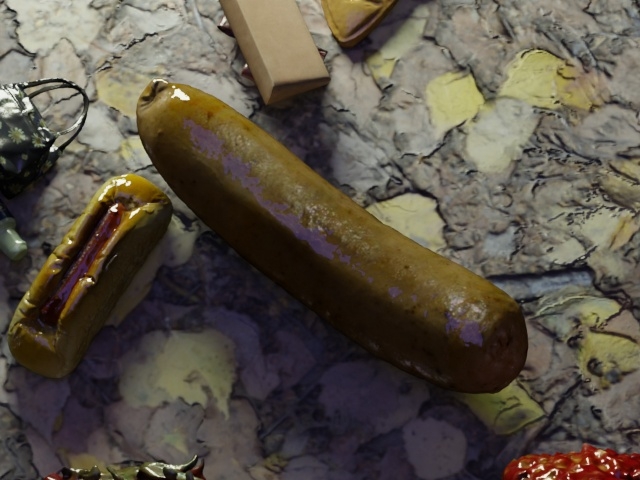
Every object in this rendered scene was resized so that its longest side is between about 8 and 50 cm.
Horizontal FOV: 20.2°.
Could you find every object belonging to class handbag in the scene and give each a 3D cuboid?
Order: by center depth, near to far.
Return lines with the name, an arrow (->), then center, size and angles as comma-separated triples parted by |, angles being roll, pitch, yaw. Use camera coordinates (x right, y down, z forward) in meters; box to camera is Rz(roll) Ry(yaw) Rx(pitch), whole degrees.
handbag -> -0.319, -0.131, 1.970 | 0.139, 0.072, 0.115 | -33, 72, -13

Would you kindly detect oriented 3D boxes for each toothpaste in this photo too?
toothpaste -> -0.390, -0.060, 1.969 | 0.062, 0.037, 0.216 | -37, 70, -8

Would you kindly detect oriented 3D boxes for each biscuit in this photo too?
biscuit -> 0.059, -0.334, 2.045 | 0.163, 0.035, 0.250 | 12, 75, 10

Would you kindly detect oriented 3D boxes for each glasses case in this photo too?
glasses case -> -0.056, -0.237, 2.005 | 0.103, 0.070, 0.193 | -12, 67, -31

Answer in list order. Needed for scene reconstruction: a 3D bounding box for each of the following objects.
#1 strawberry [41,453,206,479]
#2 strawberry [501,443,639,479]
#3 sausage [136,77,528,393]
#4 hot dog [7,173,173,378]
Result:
strawberry -> -0.169, 0.349, 1.775 | 0.253, 0.150, 0.280 | -21, 74, 17
strawberry -> 0.321, 0.348, 1.719 | 0.343, 0.292, 0.292 | 23, 73, 34
sausage -> -0.001, 0.002, 1.883 | 0.501, 0.136, 0.123 | 36, 50, 15
hot dog -> -0.248, 0.032, 1.914 | 0.084, 0.073, 0.242 | 29, 75, 16
